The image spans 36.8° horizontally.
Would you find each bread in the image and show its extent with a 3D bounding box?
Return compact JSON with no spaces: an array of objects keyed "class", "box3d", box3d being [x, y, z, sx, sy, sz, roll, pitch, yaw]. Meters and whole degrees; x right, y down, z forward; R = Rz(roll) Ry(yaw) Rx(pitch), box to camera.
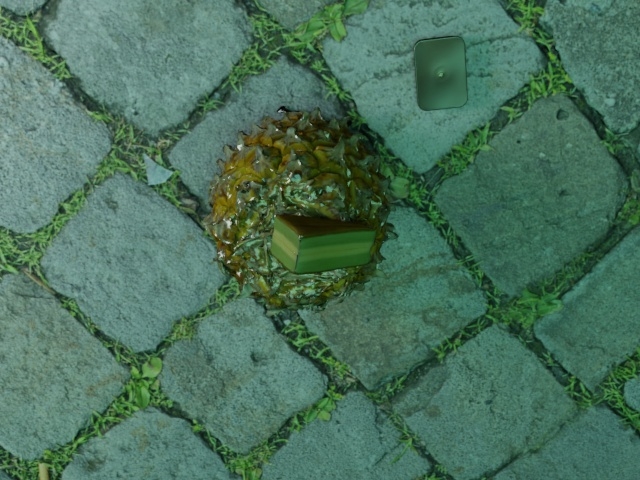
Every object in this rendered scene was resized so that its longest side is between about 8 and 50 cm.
[{"class":"bread","box3d":[0.005,-0.001,1.478,0.139,0.084,0.074,-8,119,-29]}]

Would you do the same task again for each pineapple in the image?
[{"class":"pineapple","box3d":[-0.032,-0.040,1.633,0.352,0.300,0.353,1,116,2]}]

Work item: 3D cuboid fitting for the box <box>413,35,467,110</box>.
[{"class":"box","box3d":[0.208,-0.292,1.677,0.091,0.031,0.126,-8,112,1]}]
